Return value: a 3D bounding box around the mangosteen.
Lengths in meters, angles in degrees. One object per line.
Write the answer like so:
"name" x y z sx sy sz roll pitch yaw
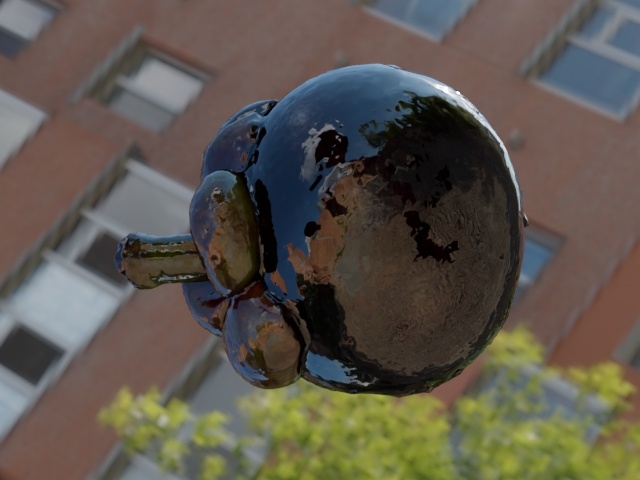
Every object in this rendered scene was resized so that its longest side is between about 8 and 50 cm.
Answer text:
"mangosteen" 0.000 0.000 1.181 0.250 0.211 0.211 -7 -52 -8
